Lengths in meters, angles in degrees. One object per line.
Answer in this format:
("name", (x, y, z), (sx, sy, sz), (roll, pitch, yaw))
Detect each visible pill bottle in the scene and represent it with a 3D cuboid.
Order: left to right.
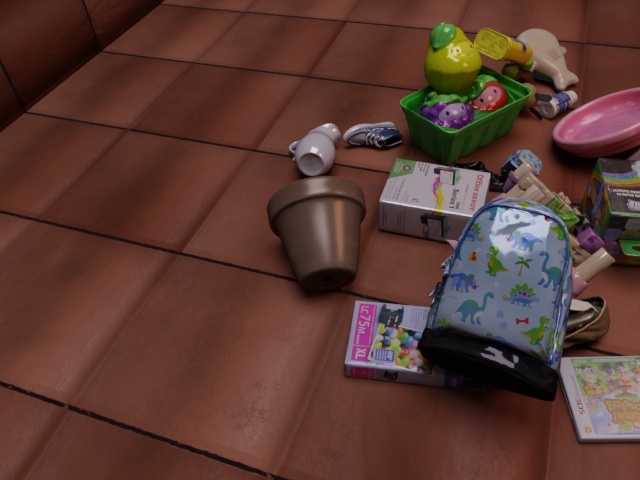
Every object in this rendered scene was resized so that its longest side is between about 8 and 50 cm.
("pill bottle", (0.813, -0.466, 1.972), (0.120, 0.067, 0.067), (-27, 49, -20))

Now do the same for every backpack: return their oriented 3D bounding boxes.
("backpack", (0.374, 0.093, 1.169), (0.290, 0.273, 0.356), (17, 67, 28))
("backpack", (0.602, -0.219, 1.721), (0.105, 0.084, 0.114), (41, 44, -2))

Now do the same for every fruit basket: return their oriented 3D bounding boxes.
("fruit basket", (0.442, -0.475, 1.810), (0.391, 0.392, 0.283), (-29, 49, -22))

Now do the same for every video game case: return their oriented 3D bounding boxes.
("video game case", (0.627, 0.330, 1.223), (0.212, 0.023, 0.193), (-2, 45, 4))

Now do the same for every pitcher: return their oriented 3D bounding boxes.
("pitcher", (-0.034, -0.283, 1.849), (0.177, 0.126, 0.207), (-14, 31, 21))

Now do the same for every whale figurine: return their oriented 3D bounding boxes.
("whale figurine", (0.813, -0.644, 2.130), (0.216, 0.141, 0.272), (-30, 74, -22))

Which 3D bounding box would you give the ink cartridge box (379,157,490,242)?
("ink cartridge box", (0.322, -0.110, 1.628), (0.277, 0.117, 0.201), (11, 47, 16))

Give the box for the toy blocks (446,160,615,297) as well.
("toy blocks", (0.508, 0.000, 1.442), (0.288, 0.260, 0.309), (41, 25, -6))

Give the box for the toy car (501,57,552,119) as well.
("toy car", (0.701, -0.500, 1.967), (0.148, 0.155, 0.188), (-29, 59, -22))

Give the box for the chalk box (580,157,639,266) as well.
("chalk box", (0.794, -0.049, 1.480), (0.180, 0.179, 0.289), (6, 47, 10))

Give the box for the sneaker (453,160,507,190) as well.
("sneaker", (0.479, -0.195, 1.717), (0.170, 0.089, 0.051), (-1, 45, 5))

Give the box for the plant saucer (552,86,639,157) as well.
("plant saucer", (0.882, -0.349, 1.757), (0.332, 0.084, 0.332), (-27, 20, 11))

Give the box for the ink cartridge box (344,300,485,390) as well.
("ink cartridge box", (0.221, 0.237, 1.333), (0.310, 0.065, 0.186), (6, 47, 9))

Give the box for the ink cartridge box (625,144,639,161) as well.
("ink cartridge box", (1.024, -0.291, 1.689), (0.237, 0.172, 0.100), (-39, 81, -28))

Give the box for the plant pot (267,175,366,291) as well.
("plant pot", (0.000, 0.000, 1.486), (0.262, 0.263, 0.230), (-7, 63, -2))

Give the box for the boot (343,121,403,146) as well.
("boot", (0.175, -0.340, 1.905), (0.189, 0.069, 0.086), (-16, 43, -13))

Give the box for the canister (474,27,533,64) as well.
("canister", (0.594, -0.624, 1.875), (0.169, 0.073, 0.126), (-7, 39, -44))

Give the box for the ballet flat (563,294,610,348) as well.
("ballet flat", (0.499, 0.196, 1.284), (0.342, 0.124, 0.116), (-15, 35, -13))
